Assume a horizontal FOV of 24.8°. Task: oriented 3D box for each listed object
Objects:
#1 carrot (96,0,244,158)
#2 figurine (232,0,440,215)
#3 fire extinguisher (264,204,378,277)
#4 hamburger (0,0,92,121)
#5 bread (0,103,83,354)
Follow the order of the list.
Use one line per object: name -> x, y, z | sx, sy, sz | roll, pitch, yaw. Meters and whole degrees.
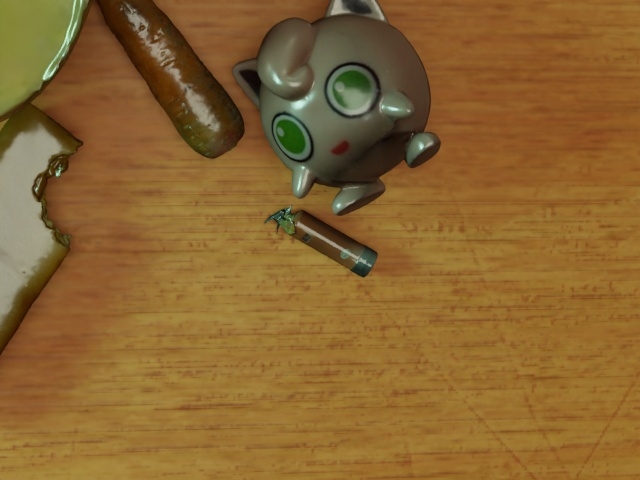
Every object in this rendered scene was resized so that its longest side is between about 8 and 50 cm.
carrot -> -0.120, -0.139, 1.018 | 0.047, 0.047, 0.191 | -37, 97, -2
figurine -> 0.014, -0.096, 1.000 | 0.125, 0.125, 0.138 | -32, 87, -3
fire extinguisher -> 0.000, 0.000, 1.060 | 0.083, 0.022, 0.028 | 29, 123, -10
hamburger -> -0.285, -0.191, 0.914 | 0.303, 0.186, 0.261 | -24, 109, 0
bread -> -0.234, 0.018, 1.017 | 0.088, 0.049, 0.226 | 34, 90, -10
